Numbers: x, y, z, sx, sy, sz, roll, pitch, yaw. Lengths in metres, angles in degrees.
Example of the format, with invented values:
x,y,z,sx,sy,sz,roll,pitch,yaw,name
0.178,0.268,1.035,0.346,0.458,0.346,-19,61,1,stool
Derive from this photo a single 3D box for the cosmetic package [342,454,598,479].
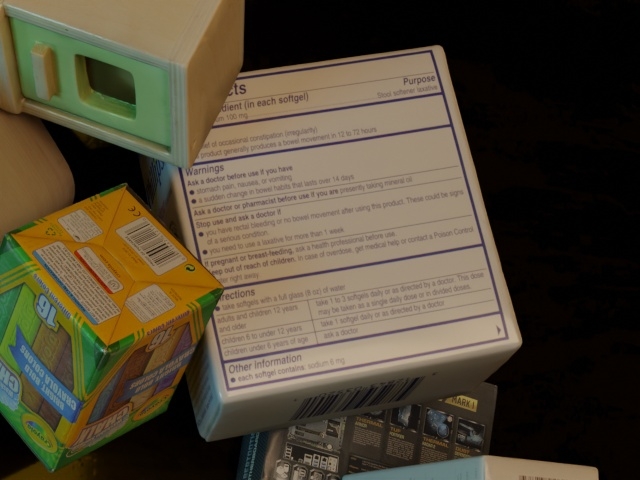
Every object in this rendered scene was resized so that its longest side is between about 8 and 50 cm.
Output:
x,y,z,sx,sy,sz,roll,pitch,yaw,name
0.120,0.233,1.473,0.117,0.231,0.085,10,73,-26,cosmetic package

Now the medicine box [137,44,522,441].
x,y,z,sx,sy,sz,roll,pitch,yaw,name
0.000,0.000,1.525,0.264,0.149,0.289,-9,73,-14,medicine box

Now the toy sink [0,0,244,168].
x,y,z,sx,sy,sz,roll,pitch,yaw,name
-0.190,-0.174,1.401,0.234,0.153,0.131,21,61,7,toy sink

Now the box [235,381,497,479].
x,y,z,sx,sy,sz,roll,pitch,yaw,name
0.044,0.193,1.613,0.233,0.059,0.183,18,69,-24,box

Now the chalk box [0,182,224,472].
x,y,z,sx,sy,sz,roll,pitch,yaw,name
-0.193,0.085,1.411,0.132,0.213,0.132,45,44,19,chalk box

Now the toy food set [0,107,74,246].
x,y,z,sx,sy,sz,roll,pitch,yaw,name
-0.336,-0.092,1.403,0.306,0.092,0.220,59,28,-13,toy food set
